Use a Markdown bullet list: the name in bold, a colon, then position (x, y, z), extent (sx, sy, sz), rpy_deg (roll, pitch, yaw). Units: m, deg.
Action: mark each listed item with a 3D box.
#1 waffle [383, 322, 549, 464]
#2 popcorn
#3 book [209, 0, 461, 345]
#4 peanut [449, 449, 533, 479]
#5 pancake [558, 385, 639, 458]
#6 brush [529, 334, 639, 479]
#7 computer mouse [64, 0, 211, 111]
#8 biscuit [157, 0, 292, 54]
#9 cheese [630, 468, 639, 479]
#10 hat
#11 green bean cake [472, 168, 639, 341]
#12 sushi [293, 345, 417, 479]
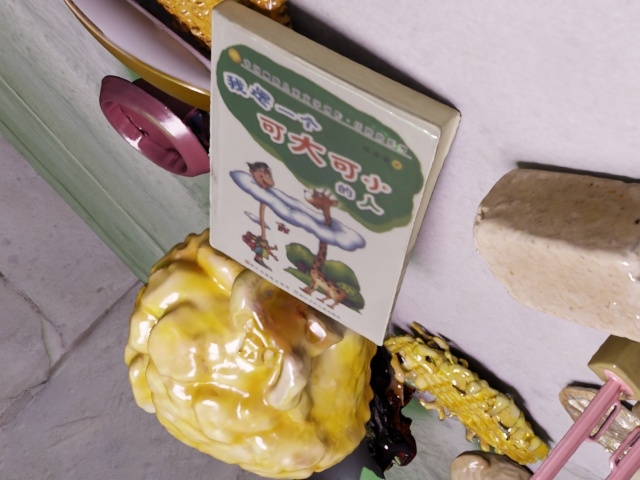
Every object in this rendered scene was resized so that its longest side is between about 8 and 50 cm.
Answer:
- **waffle**: position (0.215, 0.241, 1.313), extent (0.280, 0.060, 0.262), rpy_deg (23, 154, 48)
- **popcorn**: position (-0.097, 0.154, 1.282), extent (0.353, 0.344, 0.390), rpy_deg (-3, 125, 11)
- **book**: position (-0.011, -0.051, 0.937), extent (0.260, 0.043, 0.371), rpy_deg (29, 144, 15)
- **peanut**: position (0.331, 0.461, 1.472), extent (0.136, 0.120, 0.298), rpy_deg (-33, 106, 34)
- **pancake**: position (0.342, 0.216, 1.035), extent (0.139, 0.022, 0.139), rpy_deg (38, 163, 14)
- **brush**: position (0.252, 0.147, 0.715), extent (0.103, 0.233, 0.047), rpy_deg (45, 164, -2)
- **computer mouse**: position (-0.213, -0.238, 1.043), extent (0.310, 0.072, 0.158), rpy_deg (40, -176, 13)
- **biscuit**: position (-0.125, -0.267, 0.906), extent (0.254, 0.035, 0.254), rpy_deg (39, 163, 14)
- **cheese**: position (0.470, 0.339, 0.995), extent (0.251, 0.054, 0.127), rpy_deg (16, 148, 54)
- **hat**: position (-0.224, -0.175, 1.252), extent (0.205, 0.089, 0.205), rpy_deg (34, 162, 12)
- **green bean cake**: position (0.219, 0.010, 0.716), extent (0.179, 0.085, 0.109), rpy_deg (17, 150, 52)
- **sushi**: position (0.063, 0.311, 1.525), extent (0.215, 0.212, 0.227), rpy_deg (-31, 71, 39)
